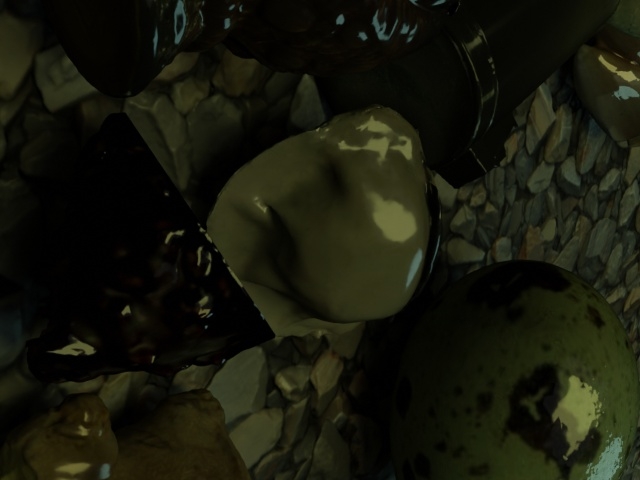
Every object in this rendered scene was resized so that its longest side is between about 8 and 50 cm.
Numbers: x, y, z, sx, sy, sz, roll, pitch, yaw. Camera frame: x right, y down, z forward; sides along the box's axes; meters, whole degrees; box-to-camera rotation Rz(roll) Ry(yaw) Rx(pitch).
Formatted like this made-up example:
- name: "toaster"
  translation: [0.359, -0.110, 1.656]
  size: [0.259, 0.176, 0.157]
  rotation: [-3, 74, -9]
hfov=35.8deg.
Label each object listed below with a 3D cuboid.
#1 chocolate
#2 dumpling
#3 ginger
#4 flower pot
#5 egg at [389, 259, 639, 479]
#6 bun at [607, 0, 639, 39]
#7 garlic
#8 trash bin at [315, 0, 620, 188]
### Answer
- name: "chocolate"
  translation: [-0.167, 0.032, 0.779]
  size: [0.177, 0.206, 0.224]
  rotation: [-34, 170, -7]
- name: "dumpling"
  translation: [0.016, 0.008, 0.950]
  size: [0.204, 0.163, 0.293]
  rotation: [-27, 145, -40]
- name: "ginger"
  translation: [-0.175, 0.218, 0.856]
  size: [0.275, 0.130, 0.221]
  rotation: [-38, 120, -41]
- name: "flower pot"
  translation: [-0.064, -0.234, 0.734]
  size: [0.267, 0.266, 0.267]
  rotation: [-23, 120, -30]
- name: "egg"
  translation: [0.222, 0.209, 1.176]
  size: [0.287, 0.287, 0.379]
  rotation: [-8, 121, -47]
- name: "bun"
  translation: [0.388, -0.405, 1.189]
  size: [0.364, 0.202, 0.364]
  rotation: [4, 80, -22]
- name: "garlic"
  translation: [0.458, -0.284, 1.391]
  size: [0.325, 0.132, 0.279]
  rotation: [50, 58, -50]
- name: "trash bin"
  translation: [0.161, -0.230, 1.016]
  size: [0.301, 0.203, 0.252]
  rotation: [-41, 96, -33]
